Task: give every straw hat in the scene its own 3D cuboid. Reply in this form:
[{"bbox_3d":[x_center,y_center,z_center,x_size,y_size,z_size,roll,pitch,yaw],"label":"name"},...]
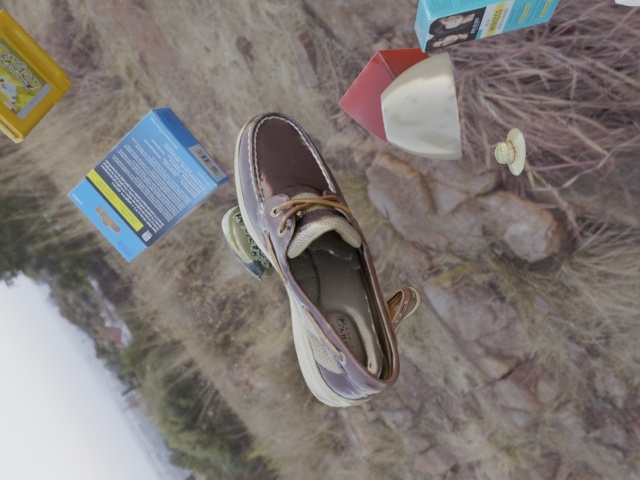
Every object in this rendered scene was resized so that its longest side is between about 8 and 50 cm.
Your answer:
[{"bbox_3d":[0.571,-0.269,1.808,0.144,0.061,0.145,174,90,-84],"label":"straw hat"}]

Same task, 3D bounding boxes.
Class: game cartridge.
[{"bbox_3d":[-0.906,-0.486,1.723,0.052,0.324,0.285,-19,127,31],"label":"game cartridge"}]

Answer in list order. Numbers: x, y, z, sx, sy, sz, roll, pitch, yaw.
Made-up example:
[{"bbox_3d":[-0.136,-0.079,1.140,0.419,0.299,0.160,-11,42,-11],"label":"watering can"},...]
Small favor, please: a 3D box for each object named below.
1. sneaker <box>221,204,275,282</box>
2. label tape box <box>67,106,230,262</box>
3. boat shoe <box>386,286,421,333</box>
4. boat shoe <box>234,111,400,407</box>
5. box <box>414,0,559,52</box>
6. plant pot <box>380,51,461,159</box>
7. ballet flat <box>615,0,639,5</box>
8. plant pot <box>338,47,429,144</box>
[{"bbox_3d":[-0.092,-0.075,1.323,0.182,0.410,0.158,-33,115,26],"label":"sneaker"},{"bbox_3d":[-0.437,-0.140,1.506,0.241,0.333,0.106,50,-161,-8],"label":"label tape box"},{"bbox_3d":[0.126,0.161,1.183,0.060,0.178,0.064,19,-157,-50],"label":"boat shoe"},{"bbox_3d":[0.000,0.000,0.619,0.123,0.123,0.342,129,128,-64],"label":"boat shoe"},{"bbox_3d":[0.296,-0.414,1.048,0.100,0.244,0.060,79,177,-74],"label":"box"},{"bbox_3d":[0.267,-0.346,1.593,0.284,0.190,0.284,-8,-90,-79],"label":"plant pot"},{"bbox_3d":[0.613,-0.542,1.234,0.248,0.086,0.086,22,144,17],"label":"ballet flat"},{"bbox_3d":[0.277,-0.494,2.082,0.236,0.267,0.267,58,138,15],"label":"plant pot"}]
